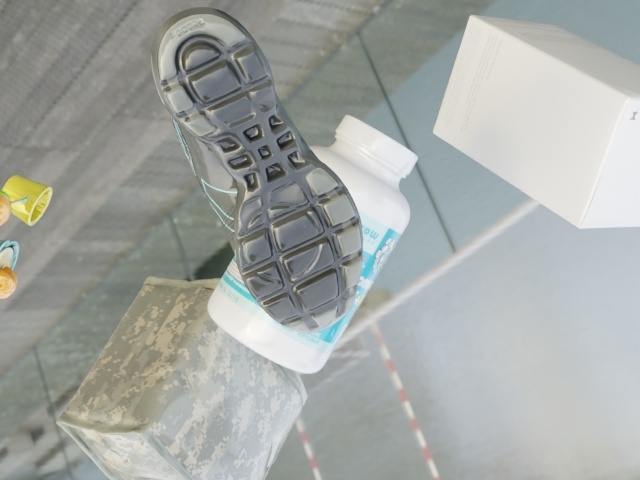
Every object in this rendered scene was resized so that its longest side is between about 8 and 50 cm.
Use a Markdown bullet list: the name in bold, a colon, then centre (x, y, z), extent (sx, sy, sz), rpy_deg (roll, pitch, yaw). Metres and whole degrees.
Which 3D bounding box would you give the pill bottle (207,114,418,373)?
- **pill bottle**: centre (0.000, 0.000, 1.244), extent (0.264, 0.146, 0.146), rpy_deg (-60, 152, 3)

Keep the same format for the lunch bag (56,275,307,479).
- **lunch bag**: centre (-0.148, 0.219, 1.427), extent (0.169, 0.235, 0.287), rpy_deg (0, 138, 35)

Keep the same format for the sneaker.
- **sneaker**: centre (-0.045, -0.056, 0.878), extent (0.101, 0.267, 0.106), rpy_deg (-25, -162, -7)

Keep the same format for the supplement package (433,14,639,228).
- **supplement package**: centre (0.319, -0.156, 1.486), extent (0.178, 0.293, 0.175), rpy_deg (-1, 118, -37)

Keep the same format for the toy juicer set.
- **toy juicer set**: centre (-0.518, 0.061, 1.746), extent (0.329, 0.089, 0.209), rpy_deg (-62, 178, 9)
